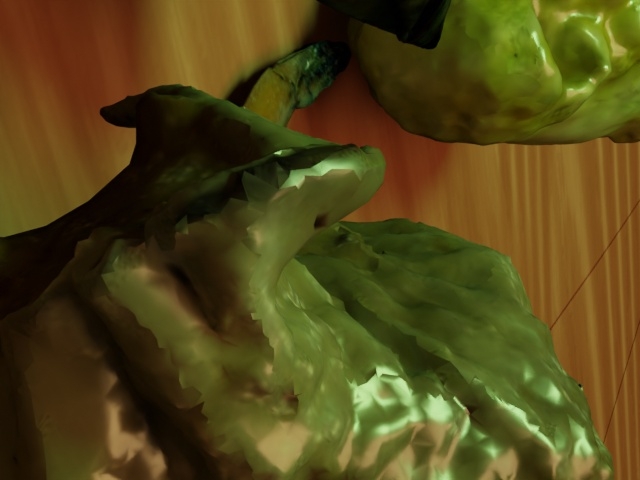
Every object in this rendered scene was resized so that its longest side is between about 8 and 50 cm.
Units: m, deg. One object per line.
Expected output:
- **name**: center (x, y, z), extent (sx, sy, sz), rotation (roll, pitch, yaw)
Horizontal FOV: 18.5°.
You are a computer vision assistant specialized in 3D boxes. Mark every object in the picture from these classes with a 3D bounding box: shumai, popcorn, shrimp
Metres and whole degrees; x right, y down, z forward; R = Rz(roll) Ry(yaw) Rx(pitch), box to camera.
- **shumai**: center (-0.033, 0.086, 0.718), extent (0.262, 0.267, 0.314), rotation (64, 36, -61)
- **popcorn**: center (0.121, -0.165, 1.127), extent (0.286, 0.174, 0.225), rotation (-3, 89, -62)
- **shrimp**: center (0.000, 0.000, 1.059), extent (0.262, 0.051, 0.198), rotation (44, 59, -62)

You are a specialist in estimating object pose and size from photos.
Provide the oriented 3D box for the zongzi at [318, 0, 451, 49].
- **zongzi**: center (0.049, -0.255, 0.648), extent (0.319, 0.362, 0.383), rotation (3, 100, -50)
